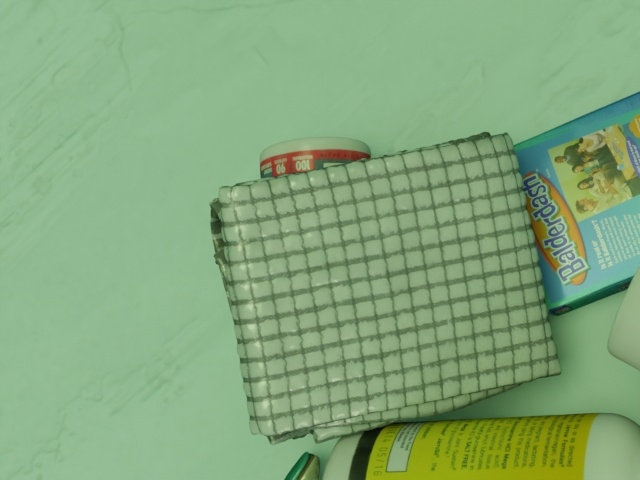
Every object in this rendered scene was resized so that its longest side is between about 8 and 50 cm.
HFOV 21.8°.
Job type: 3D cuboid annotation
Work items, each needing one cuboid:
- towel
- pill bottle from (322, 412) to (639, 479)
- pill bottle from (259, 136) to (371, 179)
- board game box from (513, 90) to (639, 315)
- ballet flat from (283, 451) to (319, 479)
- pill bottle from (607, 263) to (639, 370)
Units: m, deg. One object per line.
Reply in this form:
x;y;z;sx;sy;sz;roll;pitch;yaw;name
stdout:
0.050;0.040;1.467;0.284;0.121;0.235;-13;96;-13;towel
0.182;0.243;1.422;0.334;0.188;0.187;-6;80;21;pill bottle
0.000;0.000;1.573;0.108;0.108;0.180;-8;80;21;pill bottle
0.277;-0.043;1.500;0.210;0.047;0.160;-22;76;17;board game box
-0.039;0.276;1.589;0.052;0.057;0.168;36;101;-6;ballet flat
0.427;0.099;1.321;0.361;0.204;0.204;29;94;18;pill bottle
